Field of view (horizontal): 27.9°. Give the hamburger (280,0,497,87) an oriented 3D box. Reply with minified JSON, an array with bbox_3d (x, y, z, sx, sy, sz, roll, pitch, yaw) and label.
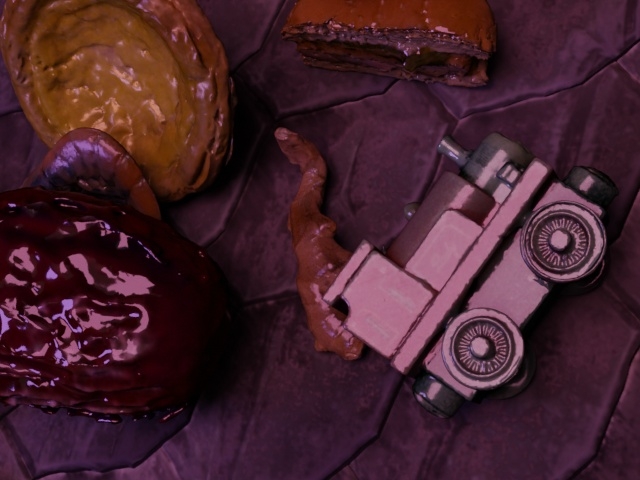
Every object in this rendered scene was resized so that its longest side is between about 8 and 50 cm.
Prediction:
[{"bbox_3d":[0.090,-0.257,1.495,0.262,0.124,0.130,12,77,25],"label":"hamburger"}]

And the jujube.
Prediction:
[{"bbox_3d":[-0.284,0.074,1.478,0.377,0.258,0.258,11,77,13],"label":"jujube"}]

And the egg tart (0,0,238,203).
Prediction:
[{"bbox_3d":[-0.225,-0.210,1.548,0.345,0.345,0.132,15,41,26],"label":"egg tart"}]

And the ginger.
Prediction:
[{"bbox_3d":[0.000,0.000,1.474,0.089,0.075,0.288,-26,67,39],"label":"ginger"}]

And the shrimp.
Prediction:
[{"bbox_3d":[-0.293,-0.017,1.597,0.262,0.051,0.198,-34,92,37],"label":"shrimp"}]

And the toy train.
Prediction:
[{"bbox_3d":[0.163,0.026,1.342,0.221,0.150,0.304,37,90,19],"label":"toy train"}]
